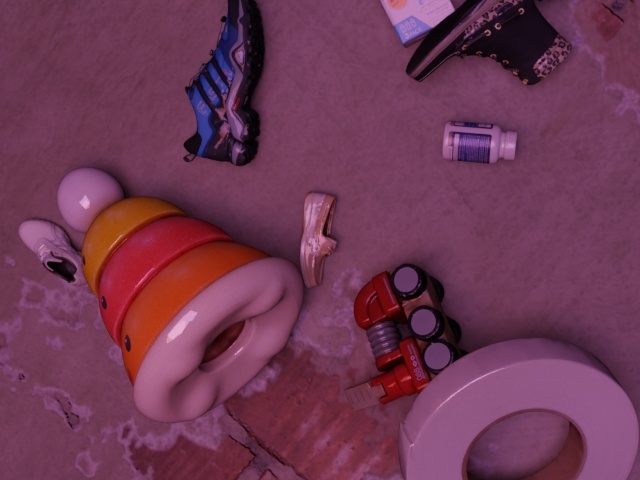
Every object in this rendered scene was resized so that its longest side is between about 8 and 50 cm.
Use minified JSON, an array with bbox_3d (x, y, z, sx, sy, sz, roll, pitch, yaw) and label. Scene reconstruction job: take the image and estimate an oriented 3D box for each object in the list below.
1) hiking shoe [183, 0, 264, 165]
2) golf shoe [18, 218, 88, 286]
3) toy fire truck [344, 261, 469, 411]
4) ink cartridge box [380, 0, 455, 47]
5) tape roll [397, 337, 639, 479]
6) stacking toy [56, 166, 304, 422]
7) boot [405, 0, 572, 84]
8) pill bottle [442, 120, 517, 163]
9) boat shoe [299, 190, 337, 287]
[{"bbox_3d":[-0.174,-0.282,1.761,0.132,0.113,0.304,6,96,10],"label":"hiking shoe"},{"bbox_3d":[-0.489,0.020,1.861,0.176,0.086,0.069,34,102,8],"label":"golf shoe"},{"bbox_3d":[0.115,0.186,1.735,0.246,0.158,0.217,-28,66,16],"label":"toy fire truck"},{"bbox_3d":[0.145,-0.432,1.714,0.104,0.061,0.181,-28,89,11],"label":"ink cartridge box"},{"bbox_3d":[0.319,0.336,1.650,0.392,0.072,0.392,-4,118,-8],"label":"tape roll"},{"bbox_3d":[-0.295,0.046,1.761,0.480,0.350,0.350,43,101,24],"label":"stacking toy"},{"bbox_3d":[0.276,-0.304,1.665,0.236,0.085,0.178,-42,112,15],"label":"boot"},{"bbox_3d":[0.268,-0.164,1.710,0.120,0.067,0.067,6,96,11],"label":"pill bottle"},{"bbox_3d":[0.000,0.000,1.777,0.059,0.063,0.170,3,95,16],"label":"boat shoe"}]
